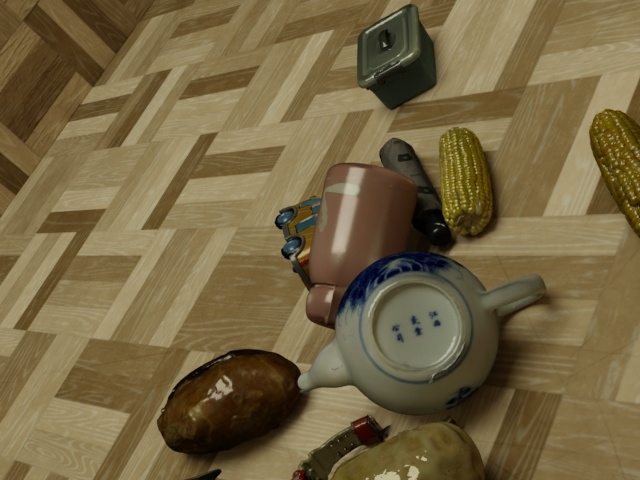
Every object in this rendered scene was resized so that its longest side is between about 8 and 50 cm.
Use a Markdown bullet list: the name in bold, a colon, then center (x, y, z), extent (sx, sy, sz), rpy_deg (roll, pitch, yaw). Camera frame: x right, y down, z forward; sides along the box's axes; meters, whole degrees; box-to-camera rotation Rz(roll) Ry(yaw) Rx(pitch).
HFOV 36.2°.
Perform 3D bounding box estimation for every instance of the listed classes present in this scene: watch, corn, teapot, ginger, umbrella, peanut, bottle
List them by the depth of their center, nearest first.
- **peanut**: center (0.071, 0.409, 1.356), extent (0.387, 0.192, 0.169), rpy_deg (-48, -6, -6)
- **watch**: center (0.077, 0.344, 1.527), extent (0.268, 0.102, 0.165), rpy_deg (-40, 31, -8)
- **teapot**: center (0.153, 0.146, 1.539), extent (0.424, 0.280, 0.252), rpy_deg (-23, 78, 2)
- **corn**: center (0.497, -0.104, 1.548), extent (0.102, 0.102, 0.313), rpy_deg (-33, 33, 17)
- **bottle**: center (0.063, 0.019, 1.748), extent (0.206, 0.173, 0.296), rpy_deg (93, -169, -80)
- **ginger**: center (-0.186, 0.299, 1.781), extent (0.321, 0.172, 0.165), rpy_deg (-26, 75, 25)
- **corn**: center (0.265, -0.113, 1.805), extent (0.093, 0.093, 0.244), rpy_deg (-26, 38, 26)
- **umbrella**: center (0.184, -0.096, 1.894), extent (0.067, 0.073, 0.337), rpy_deg (-62, 25, 26)

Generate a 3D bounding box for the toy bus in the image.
- **toy bus**: center (0.000, 0.000, 1.944), extent (0.136, 0.126, 0.209), rpy_deg (-29, 35, 8)

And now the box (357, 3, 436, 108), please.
- **box**: center (0.171, -0.414, 2.204), extent (0.162, 0.130, 0.227), rpy_deg (-26, 38, 25)

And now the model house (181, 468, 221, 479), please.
- **model house**: center (-0.230, 0.472, 1.669), extent (0.088, 0.167, 0.117), rpy_deg (49, 123, 31)
